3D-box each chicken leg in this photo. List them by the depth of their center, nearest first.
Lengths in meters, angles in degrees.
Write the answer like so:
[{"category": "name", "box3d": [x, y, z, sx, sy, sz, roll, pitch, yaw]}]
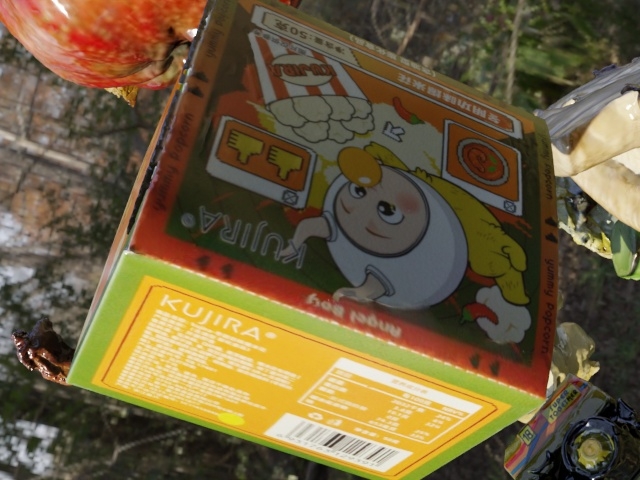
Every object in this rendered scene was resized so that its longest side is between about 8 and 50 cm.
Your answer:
[{"category": "chicken leg", "box3d": [-0.392, 0.180, 1.347, 0.048, 0.219, 0.089, -14, 59, 32]}]

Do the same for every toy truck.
[{"category": "toy truck", "box3d": [0.157, 0.228, 0.658, 0.257, 0.127, 0.127, -55, 35, 2]}]

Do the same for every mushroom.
[{"category": "mushroom", "box3d": [0.253, -0.058, 0.635, 0.156, 0.151, 0.286, -30, 6, 3]}]

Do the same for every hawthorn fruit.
[{"category": "hawthorn fruit", "box3d": [-0.145, -0.269, 0.641, 0.254, 0.254, 0.300, 159, 96, -77]}]

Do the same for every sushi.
[{"category": "sushi", "box3d": [-0.283, -0.228, 1.147, 0.060, 0.118, 0.061, -45, -4, -5]}, {"category": "sushi", "box3d": [0.418, -0.066, 1.378, 0.131, 0.291, 0.139, -43, -15, 11]}]

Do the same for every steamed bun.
[{"category": "steamed bun", "box3d": [0.247, 0.128, 1.071, 0.177, 0.106, 0.192, -52, 52, 51]}]

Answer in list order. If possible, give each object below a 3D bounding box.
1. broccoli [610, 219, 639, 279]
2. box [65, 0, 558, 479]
[{"category": "broccoli", "box3d": [0.544, 0.001, 1.196, 0.297, 0.297, 0.298, 179, 90, -85]}, {"category": "box", "box3d": [0.000, 0.000, 0.446, 0.148, 0.195, 0.177, 128, 159, -51]}]
